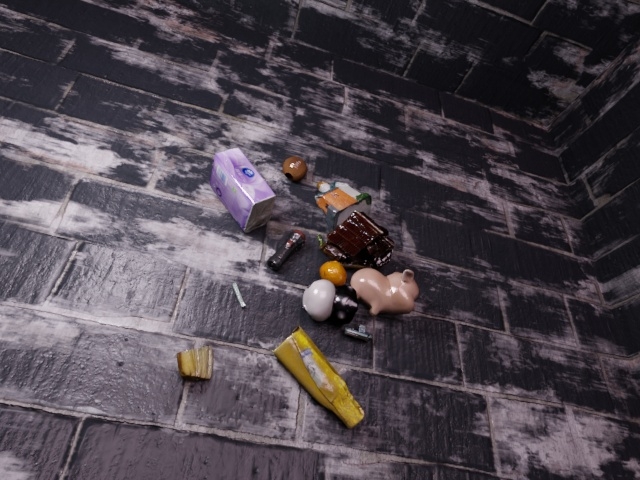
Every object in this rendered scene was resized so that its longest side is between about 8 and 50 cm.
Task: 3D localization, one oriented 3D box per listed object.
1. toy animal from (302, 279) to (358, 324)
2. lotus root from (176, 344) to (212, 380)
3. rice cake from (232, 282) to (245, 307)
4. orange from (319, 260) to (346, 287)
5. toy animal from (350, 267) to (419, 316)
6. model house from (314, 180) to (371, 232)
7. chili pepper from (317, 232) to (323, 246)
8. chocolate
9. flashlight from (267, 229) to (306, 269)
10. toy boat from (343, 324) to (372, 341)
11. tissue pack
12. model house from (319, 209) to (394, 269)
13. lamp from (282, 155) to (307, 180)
[{"bbox_3d":[0.036,0.271,1.853,0.235,0.165,0.187,12,76,-9],"label":"toy animal"},{"bbox_3d":[-0.488,0.469,1.587,0.159,0.096,0.135,29,44,-55],"label":"lotus root"},{"bbox_3d":[-0.358,0.241,1.822,0.022,0.022,0.121,-15,64,-29],"label":"rice cake"},{"bbox_3d":[0.063,0.159,1.962,0.136,0.117,0.135,42,9,-8],"label":"orange"},{"bbox_3d":[0.304,0.237,1.971,0.326,0.237,0.269,37,81,2],"label":"toy animal"},{"bbox_3d":[0.082,-0.200,2.217,0.272,0.190,0.301,-28,55,-29],"label":"model house"},{"bbox_3d":[0.000,0.000,2.121,0.027,0.022,0.083,-2,63,-24],"label":"chili pepper"},{"bbox_3d":[0.008,0.550,1.671,0.445,0.162,0.162,46,54,10],"label":"chocolate"},{"bbox_3d":[-0.164,0.046,1.988,0.093,0.093,0.232,38,53,6],"label":"flashlight"},{"bbox_3d":[0.173,0.413,1.881,0.140,0.059,0.066,21,70,-9],"label":"toy boat"},{"bbox_3d":[-0.375,-0.240,2.004,0.160,0.242,0.338,-28,71,-34],"label":"tissue pack"},{"bbox_3d":[0.212,0.015,2.015,0.317,0.282,0.297,43,58,3],"label":"model house"},{"bbox_3d":[-0.139,-0.391,2.261,0.137,0.136,0.136,10,55,-14],"label":"lamp"}]
